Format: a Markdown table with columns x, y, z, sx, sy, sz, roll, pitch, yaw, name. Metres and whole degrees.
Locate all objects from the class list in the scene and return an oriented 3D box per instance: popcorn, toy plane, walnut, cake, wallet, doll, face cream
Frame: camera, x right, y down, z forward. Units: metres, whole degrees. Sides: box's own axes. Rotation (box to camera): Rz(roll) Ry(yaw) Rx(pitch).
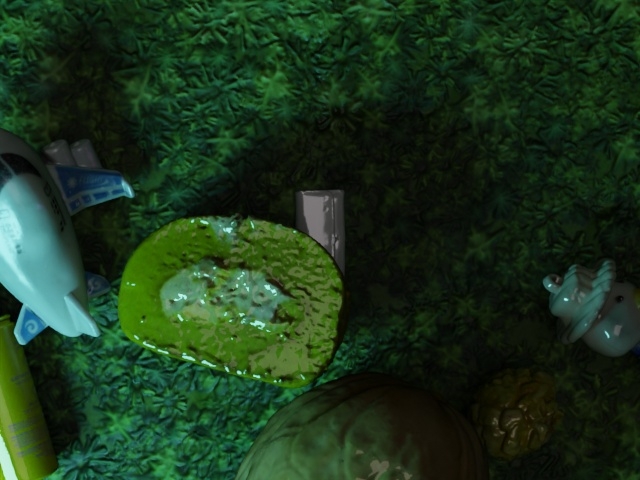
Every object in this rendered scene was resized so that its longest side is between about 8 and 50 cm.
| x | y | z | sx | sy | sz | roll | pitch | yaw | name |
| --- | --- | --- | --- | --- | --- | --- | --- | --- | --- |
| 0.233 | 0.214 | 1.532 | 0.116 | 0.120 | 0.106 | 0 | 127 | 1 | popcorn |
| -0.330 | -0.007 | 1.445 | 0.267 | 0.122 | 0.267 | -2 | 94 | -35 | toy plane |
| 0.040 | 0.301 | 1.443 | 0.252 | 0.277 | 0.313 | 34 | 95 | 25 | walnut |
| -0.095 | 0.063 | 1.467 | 0.260 | 0.156 | 0.179 | 16 | 83 | 4 | cake |
| 0.000 | 0.000 | 1.541 | 0.061 | 0.025 | 0.122 | -1 | 93 | -11 | wallet |
| 0.394 | 0.117 | 1.538 | 0.293 | 0.119 | 0.138 | 31 | 47 | -6 | doll |
| -0.380 | 0.149 | 1.485 | 0.078 | 0.078 | 0.273 | -17 | 95 | -4 | face cream |
